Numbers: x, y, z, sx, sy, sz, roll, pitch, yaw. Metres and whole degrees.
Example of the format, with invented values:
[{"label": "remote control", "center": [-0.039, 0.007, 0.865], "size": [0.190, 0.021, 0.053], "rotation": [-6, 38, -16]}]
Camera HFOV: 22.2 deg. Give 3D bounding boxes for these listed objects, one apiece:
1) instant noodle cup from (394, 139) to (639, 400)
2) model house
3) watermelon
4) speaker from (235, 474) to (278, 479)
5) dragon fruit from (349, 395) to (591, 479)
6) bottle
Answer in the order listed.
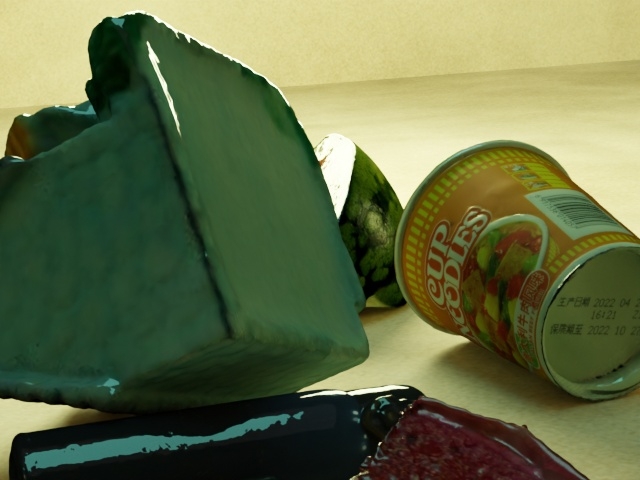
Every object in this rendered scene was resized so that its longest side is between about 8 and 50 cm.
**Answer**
[{"label": "instant noodle cup", "center": [0.166, 0.029, 1.187], "size": [0.168, 0.168, 0.185], "rotation": [-8, 22, -21]}, {"label": "model house", "center": [-0.139, 0.023, 1.066], "size": [0.248, 0.230, 0.280], "rotation": [-24, -16, 17]}, {"label": "watermelon", "center": [0.026, 0.007, 1.454], "size": [0.128, 0.159, 0.303], "rotation": [34, 6, -15]}, {"label": "speaker", "center": [-0.109, 0.164, 0.861], "size": [0.191, 0.040, 0.046], "rotation": [-6, 21, -16]}, {"label": "dragon fruit", "center": [0.058, 0.184, 0.604], "size": [0.161, 0.126, 0.274], "rotation": [12, 26, 17]}, {"label": "bottle", "center": [-0.053, 0.128, 0.936], "size": [0.244, 0.072, 0.082], "rotation": [-6, -28, -19]}]
